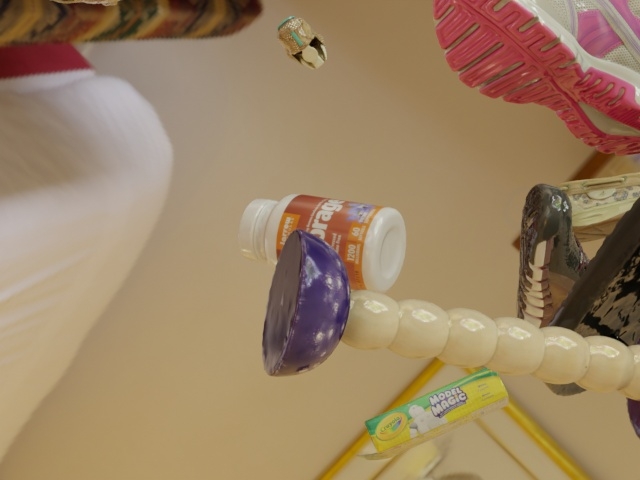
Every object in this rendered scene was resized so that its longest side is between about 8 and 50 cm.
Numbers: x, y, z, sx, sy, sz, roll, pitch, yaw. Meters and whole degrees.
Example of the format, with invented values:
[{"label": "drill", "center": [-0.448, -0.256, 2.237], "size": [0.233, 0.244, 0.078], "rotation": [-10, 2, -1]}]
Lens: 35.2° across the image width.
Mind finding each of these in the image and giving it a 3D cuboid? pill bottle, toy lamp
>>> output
[{"label": "pill bottle", "center": [0.000, 0.000, 1.407], "size": [0.121, 0.216, 0.121], "rotation": [-31, 125, -57]}, {"label": "toy lamp", "center": [0.111, 0.058, 0.505], "size": [0.080, 0.275, 0.080], "rotation": [-168, -90, -78]}]

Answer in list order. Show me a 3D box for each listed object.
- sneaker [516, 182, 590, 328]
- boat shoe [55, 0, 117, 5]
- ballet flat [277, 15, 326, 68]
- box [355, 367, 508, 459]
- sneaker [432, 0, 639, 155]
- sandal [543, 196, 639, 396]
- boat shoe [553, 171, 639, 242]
[{"label": "sneaker", "center": [0.305, 0.037, 1.128], "size": [0.281, 0.163, 0.106], "rotation": [79, 15, -54]}, {"label": "boat shoe", "center": [-0.264, -0.308, 1.092], "size": [0.098, 0.302, 0.109], "rotation": [-30, 124, -28]}, {"label": "ballet flat", "center": [-0.025, -0.333, 1.765], "size": [0.073, 0.067, 0.206], "rotation": [-37, 171, 12]}, {"label": "box", "center": [0.122, 0.199, 1.135], "size": [0.179, 0.043, 0.105], "rotation": [-26, 162, 2]}, {"label": "sneaker", "center": [0.190, -0.161, 0.786], "size": [0.103, 0.252, 0.111], "rotation": [-14, -121, 52]}, {"label": "sandal", "center": [0.318, 0.004, 0.806], "size": [0.168, 0.107, 0.445], "rotation": [-10, 142, -39]}, {"label": "boat shoe", "center": [0.477, -0.077, 1.441], "size": [0.285, 0.089, 0.104], "rotation": [-15, 159, 7]}]
